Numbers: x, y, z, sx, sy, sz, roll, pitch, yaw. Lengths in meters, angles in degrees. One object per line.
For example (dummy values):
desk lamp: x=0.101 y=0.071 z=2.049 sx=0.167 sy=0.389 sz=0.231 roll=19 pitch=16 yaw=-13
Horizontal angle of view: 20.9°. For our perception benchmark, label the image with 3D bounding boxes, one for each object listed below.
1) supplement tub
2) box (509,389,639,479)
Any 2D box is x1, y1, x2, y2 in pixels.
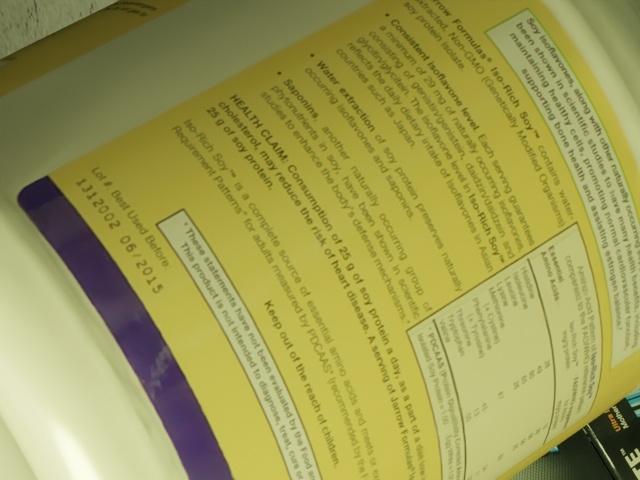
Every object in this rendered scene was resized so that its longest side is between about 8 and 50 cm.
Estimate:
supplement tub: x=0.000 y=0.000 z=0.687 sx=0.241 sy=0.331 sz=0.241 roll=44 pitch=151 yaw=31
box: x=0.110 y=0.102 z=0.936 sx=0.175 sy=0.051 sz=0.220 roll=59 pitch=156 yaw=0
